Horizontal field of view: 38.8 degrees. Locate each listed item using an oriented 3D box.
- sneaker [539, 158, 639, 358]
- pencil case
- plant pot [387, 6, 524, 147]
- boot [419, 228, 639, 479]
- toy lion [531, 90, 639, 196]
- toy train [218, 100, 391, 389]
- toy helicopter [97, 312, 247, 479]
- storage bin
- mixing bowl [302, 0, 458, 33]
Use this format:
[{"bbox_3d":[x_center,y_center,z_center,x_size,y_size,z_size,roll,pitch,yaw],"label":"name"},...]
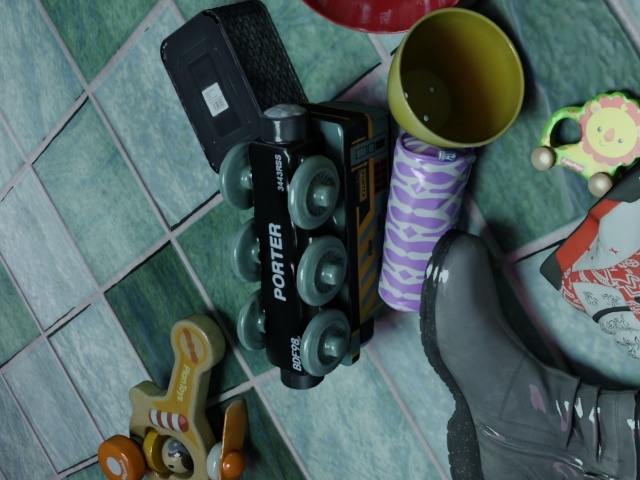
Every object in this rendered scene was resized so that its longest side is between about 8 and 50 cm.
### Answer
[{"bbox_3d":[0.294,0.016,0.781,0.145,0.090,0.270,46,161,13],"label":"sneaker"},{"bbox_3d":[0.115,-0.021,0.984,0.086,0.088,0.206,-115,27,-56],"label":"pencil case"},{"bbox_3d":[0.119,-0.149,0.897,0.134,0.134,0.095,65,160,-3],"label":"plant pot"},{"bbox_3d":[0.237,0.144,0.943,0.222,0.118,0.338,6,124,37],"label":"boot"},{"bbox_3d":[0.258,-0.097,0.852,0.100,0.034,0.096,29,120,29],"label":"toy lion"},{"bbox_3d":[0.000,0.000,1.016,0.142,0.190,0.334,15,120,37],"label":"toy train"},{"bbox_3d":[-0.194,0.267,1.362,0.235,0.140,0.355,32,126,25],"label":"toy helicopter"},{"bbox_3d":[-0.101,-0.183,1.096,0.122,0.084,0.180,-21,94,45],"label":"storage bin"},{"bbox_3d":[0.057,-0.296,0.865,0.181,0.098,0.181,9,147,6],"label":"mixing bowl"}]
